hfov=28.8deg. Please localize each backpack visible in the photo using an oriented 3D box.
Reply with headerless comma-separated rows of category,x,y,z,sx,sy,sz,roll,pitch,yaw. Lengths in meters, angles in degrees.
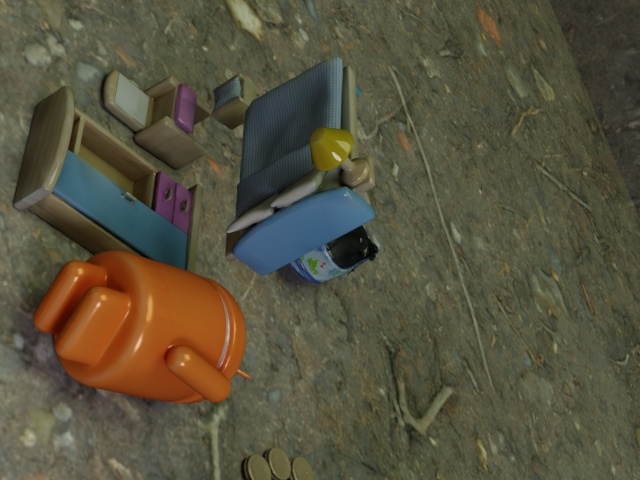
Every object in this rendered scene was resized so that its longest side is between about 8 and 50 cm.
backpack,0.000,0.000,1.502,0.105,0.084,0.114,64,26,-2

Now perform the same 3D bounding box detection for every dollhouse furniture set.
dollhouse furniture set,-0.105,-0.128,1.218,0.198,0.303,0.286,39,38,-37

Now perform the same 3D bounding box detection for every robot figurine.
robot figurine,-0.155,0.084,1.151,0.219,0.158,0.128,21,67,-50

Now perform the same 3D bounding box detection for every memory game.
memory game,-0.030,0.303,1.293,0.186,0.012,0.186,37,40,-38
